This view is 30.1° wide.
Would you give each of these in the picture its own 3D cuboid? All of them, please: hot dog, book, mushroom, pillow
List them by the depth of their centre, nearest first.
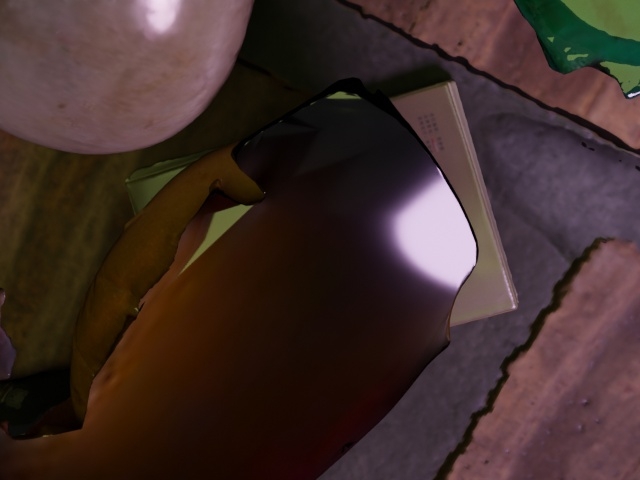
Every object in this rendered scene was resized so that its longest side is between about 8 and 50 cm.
[{"bbox_3d":[-0.111,-0.157,0.577,0.226,0.178,0.227,28,129,41],"label":"mushroom"},{"bbox_3d":[-0.064,0.044,0.638,0.326,0.107,0.194,-33,112,16],"label":"hot dog"},{"bbox_3d":[0.000,0.000,0.684,0.198,0.016,0.139,-15,103,13],"label":"book"},{"bbox_3d":[-0.181,0.124,0.732,0.150,0.048,0.090,-11,114,8],"label":"pillow"}]

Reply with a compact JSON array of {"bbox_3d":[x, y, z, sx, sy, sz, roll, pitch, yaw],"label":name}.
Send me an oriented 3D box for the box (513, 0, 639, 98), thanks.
[{"bbox_3d":[0.202,-0.252,0.533,0.336,0.106,0.264,-29,101,15],"label":"box"}]
